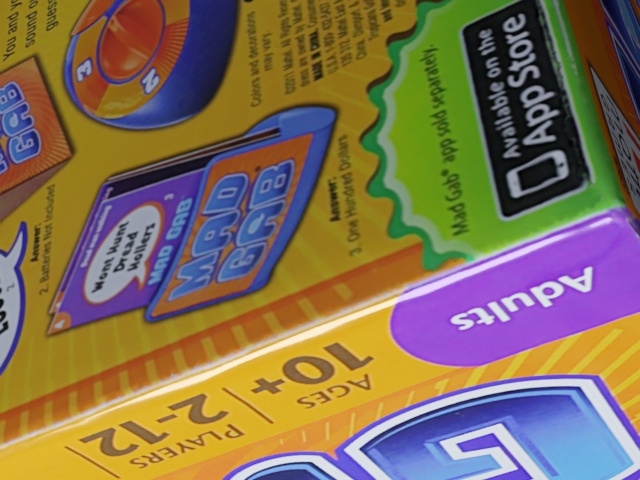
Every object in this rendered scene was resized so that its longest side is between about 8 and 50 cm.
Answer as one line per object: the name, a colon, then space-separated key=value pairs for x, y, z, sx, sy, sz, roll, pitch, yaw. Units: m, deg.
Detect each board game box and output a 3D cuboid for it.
board game box: x=0.000 y=0.000 z=0.593 sx=0.356 sy=0.356 sz=0.356 roll=-22 pitch=141 yaw=21
